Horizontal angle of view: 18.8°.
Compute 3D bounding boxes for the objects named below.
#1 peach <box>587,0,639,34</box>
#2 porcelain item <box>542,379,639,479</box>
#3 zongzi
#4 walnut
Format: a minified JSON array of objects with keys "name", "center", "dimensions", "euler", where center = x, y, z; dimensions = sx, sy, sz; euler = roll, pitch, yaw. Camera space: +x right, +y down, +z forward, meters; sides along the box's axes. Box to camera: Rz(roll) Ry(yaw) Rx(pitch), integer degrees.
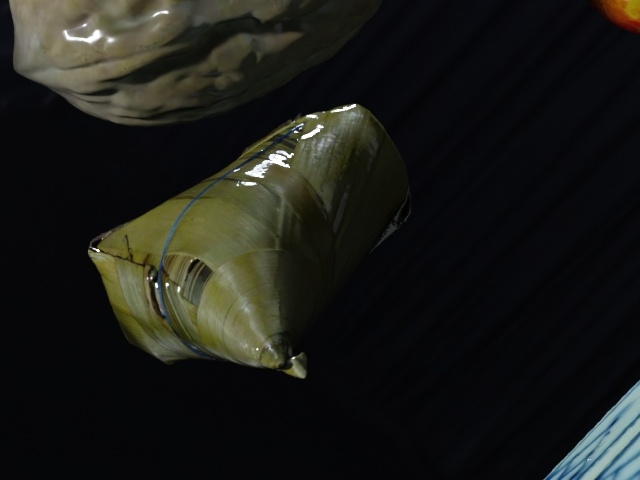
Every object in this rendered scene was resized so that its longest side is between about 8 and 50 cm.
[{"name":"peach","center":[0.170,-0.136,0.982],"dimensions":[0.098,0.061,0.098],"euler":[17,-154,-8]},{"name":"porcelain item","center":[0.203,0.203,0.830],"dimensions":[0.281,0.286,0.157],"euler":[49,168,-3]},{"name":"zongzi","center":[0.000,0.000,1.359],"dimensions":[0.260,0.289,0.123],"euler":[-33,-71,-24]},{"name":"walnut","center":[-0.072,-0.155,1.084],"dimensions":[0.178,0.230,0.178],"euler":[57,173,11]}]
